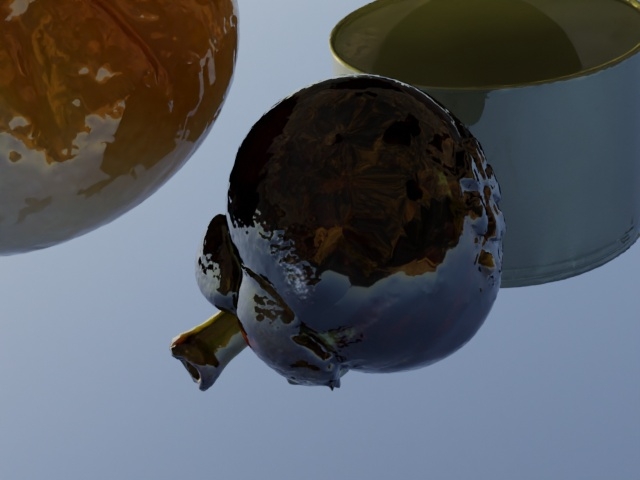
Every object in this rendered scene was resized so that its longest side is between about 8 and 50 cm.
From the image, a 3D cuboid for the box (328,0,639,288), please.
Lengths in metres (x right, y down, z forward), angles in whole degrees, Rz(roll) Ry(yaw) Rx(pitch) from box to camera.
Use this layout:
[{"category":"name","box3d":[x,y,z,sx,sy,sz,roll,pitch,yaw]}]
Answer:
[{"category":"box","box3d":[0.123,-0.084,0.971,0.226,0.149,0.226,-4,-151,2]}]

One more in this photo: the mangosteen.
[{"category":"mangosteen","box3d":[0.011,-0.004,0.733,0.184,0.172,0.172,-13,-166,44]}]

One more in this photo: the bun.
[{"category":"bun","box3d":[-0.199,-0.145,0.787,0.299,0.164,0.298,1,-118,-3]}]
